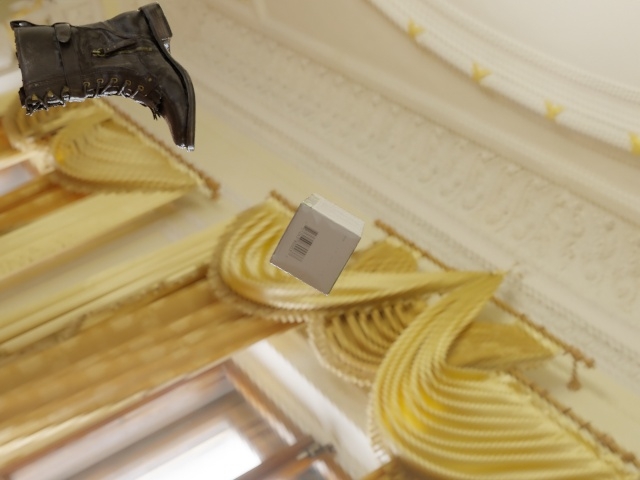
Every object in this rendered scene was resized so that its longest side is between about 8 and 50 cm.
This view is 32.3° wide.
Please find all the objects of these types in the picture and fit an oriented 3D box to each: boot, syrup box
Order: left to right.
[{"bbox_3d":[-0.305,-0.214,1.550,0.091,0.229,0.263,107,-36,-64],"label":"boot"},{"bbox_3d":[0.000,0.000,1.561,0.096,0.093,0.237,30,7,-1],"label":"syrup box"}]
